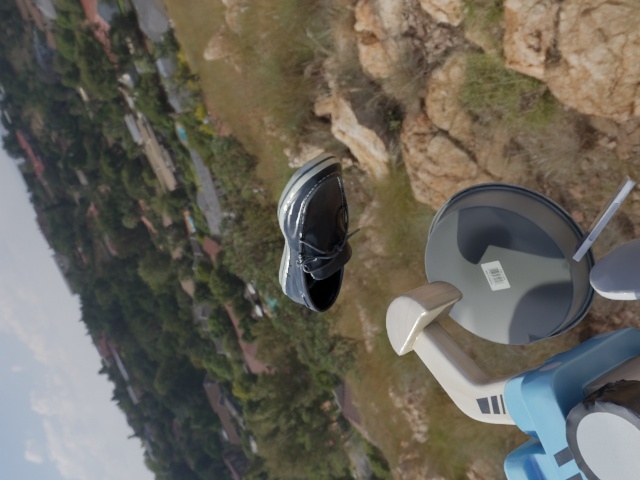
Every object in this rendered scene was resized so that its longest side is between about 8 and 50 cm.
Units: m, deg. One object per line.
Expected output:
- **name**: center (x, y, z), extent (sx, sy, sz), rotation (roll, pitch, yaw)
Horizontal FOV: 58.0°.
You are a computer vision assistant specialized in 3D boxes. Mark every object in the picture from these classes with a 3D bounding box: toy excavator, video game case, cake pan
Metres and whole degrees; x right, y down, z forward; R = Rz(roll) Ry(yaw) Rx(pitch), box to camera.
- **toy excavator**: center (0.286, 0.223, 0.730), extent (0.445, 0.222, 0.433), rotation (-39, 72, 57)
- **video game case**: center (0.383, -0.031, 0.781), extent (0.011, 0.087, 0.122), rotation (34, 112, 17)
- **cake pan**: center (0.298, 0.050, 0.959), extent (0.293, 0.054, 0.294), rotation (21, 126, 32)

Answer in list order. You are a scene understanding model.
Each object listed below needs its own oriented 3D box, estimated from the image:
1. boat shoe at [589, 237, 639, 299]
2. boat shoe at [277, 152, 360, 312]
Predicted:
- **boat shoe**: center (0.510, 0.033, 0.773), extent (0.267, 0.096, 0.088), rotation (-26, 125, 29)
- **boat shoe**: center (0.000, 0.000, 1.380), extent (0.156, 0.186, 0.500), rotation (42, 147, 26)
